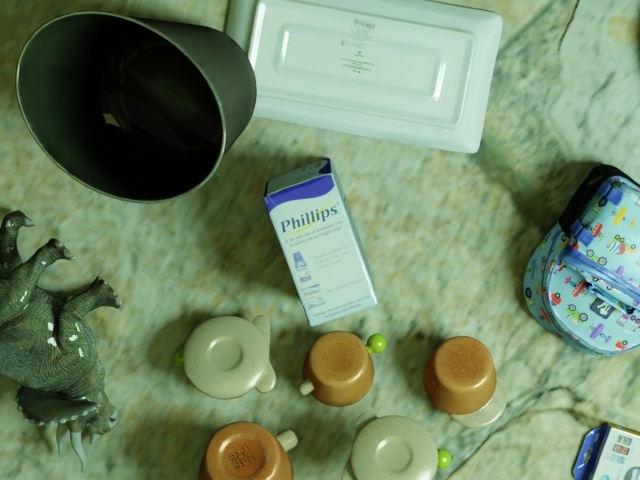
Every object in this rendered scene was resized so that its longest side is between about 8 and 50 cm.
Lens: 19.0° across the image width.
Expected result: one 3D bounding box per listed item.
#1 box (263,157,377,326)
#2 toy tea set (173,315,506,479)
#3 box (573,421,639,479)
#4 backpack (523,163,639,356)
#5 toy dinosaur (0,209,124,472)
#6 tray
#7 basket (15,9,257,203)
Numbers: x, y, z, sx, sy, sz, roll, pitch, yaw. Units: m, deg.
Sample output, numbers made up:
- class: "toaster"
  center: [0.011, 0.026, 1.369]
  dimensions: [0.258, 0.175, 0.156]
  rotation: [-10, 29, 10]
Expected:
- class: "box"
  center: [0.000, 0.000, 1.863]
  dimensions: [0.072, 0.126, 0.137]
  rotation: [-19, 99, 2]
- class: "toy tea set"
  center: [0.019, 0.183, 1.919]
  dimensions: [0.336, 0.124, 0.200]
  rotation: [1, 69, 1]
- class: "box"
  center: [0.331, 0.241, 1.963]
  dimensions: [0.136, 0.028, 0.081]
  rotation: [17, 98, -7]
- class: "backpack"
  center: [0.289, 0.034, 1.886]
  dimensions: [0.158, 0.117, 0.173]
  rotation: [36, 99, -6]
- class: "toy dinosaur"
  center: [-0.295, 0.073, 1.868]
  dimensions: [0.313, 0.121, 0.160]
  rotation: [42, 82, -12]
- class: "tray"
  center: [0.038, -0.176, 1.886]
  dimensions: [0.270, 0.030, 0.145]
  rotation: [10, 97, -4]
- class: "basket"
  center: [-0.148, -0.131, 1.773]
  dimensions: [0.204, 0.227, 0.154]
  rotation: [32, 105, 8]
